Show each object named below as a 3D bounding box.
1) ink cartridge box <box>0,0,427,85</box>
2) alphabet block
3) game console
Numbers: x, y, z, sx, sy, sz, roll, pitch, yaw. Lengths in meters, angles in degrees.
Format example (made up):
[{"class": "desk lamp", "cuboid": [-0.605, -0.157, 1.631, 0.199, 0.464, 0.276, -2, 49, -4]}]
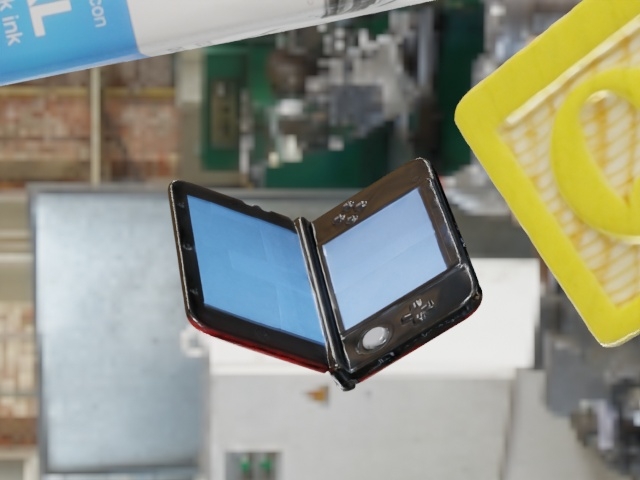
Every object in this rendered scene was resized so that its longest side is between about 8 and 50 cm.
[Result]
[{"class": "ink cartridge box", "cuboid": [0.002, -0.105, 0.543, 0.148, 0.203, 0.086, -84, -17, -83]}, {"class": "alphabet block", "cuboid": [0.241, -0.074, 1.226, 0.193, 0.197, 0.192, -41, 78, 38]}, {"class": "game console", "cuboid": [0.000, 0.000, 0.979, 0.085, 0.124, 0.144, 51, -167, -31]}]
